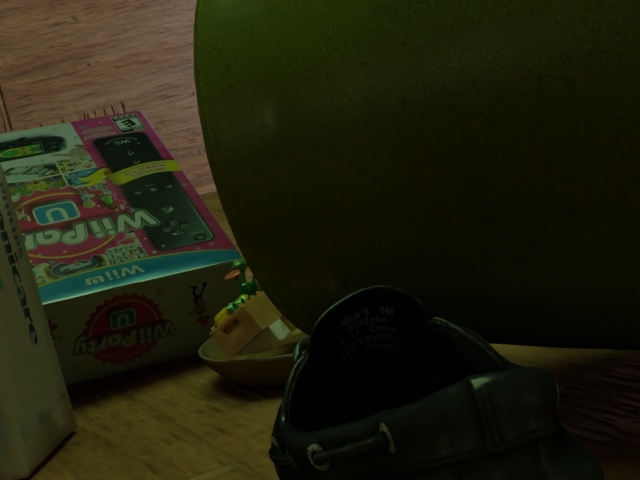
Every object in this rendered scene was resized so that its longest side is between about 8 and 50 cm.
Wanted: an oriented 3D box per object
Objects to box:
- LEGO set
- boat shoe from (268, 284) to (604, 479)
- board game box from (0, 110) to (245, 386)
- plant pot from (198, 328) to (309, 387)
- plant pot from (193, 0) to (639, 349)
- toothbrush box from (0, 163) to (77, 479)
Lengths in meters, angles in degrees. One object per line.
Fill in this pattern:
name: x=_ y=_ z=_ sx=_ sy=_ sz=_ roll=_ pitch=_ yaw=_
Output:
LEGO set: x=0.000 y=0.000 z=1.099 sx=0.287 sy=0.107 sz=0.132 roll=-20 pitch=9 yaw=-38
boat shoe: x=0.037 y=0.078 z=0.641 sx=0.127 sy=0.113 sz=0.340 roll=-16 pitch=7 yaw=-5
board game box: x=-0.219 y=0.001 z=1.268 sx=0.224 sy=0.097 sz=0.303 roll=-13 pitch=36 yaw=-19
plant pot: x=0.024 y=0.069 z=1.080 sx=0.236 sy=0.032 sz=0.236 roll=-15 pitch=6 yaw=2
plant pot: x=0.137 y=-0.092 z=0.747 sx=0.353 sy=0.366 sz=0.366 roll=-13 pitch=7 yaw=21
toothbrush box: x=-0.353 y=0.083 z=1.002 sx=0.296 sy=0.216 sz=0.126 roll=-13 pitch=8 yaw=8
